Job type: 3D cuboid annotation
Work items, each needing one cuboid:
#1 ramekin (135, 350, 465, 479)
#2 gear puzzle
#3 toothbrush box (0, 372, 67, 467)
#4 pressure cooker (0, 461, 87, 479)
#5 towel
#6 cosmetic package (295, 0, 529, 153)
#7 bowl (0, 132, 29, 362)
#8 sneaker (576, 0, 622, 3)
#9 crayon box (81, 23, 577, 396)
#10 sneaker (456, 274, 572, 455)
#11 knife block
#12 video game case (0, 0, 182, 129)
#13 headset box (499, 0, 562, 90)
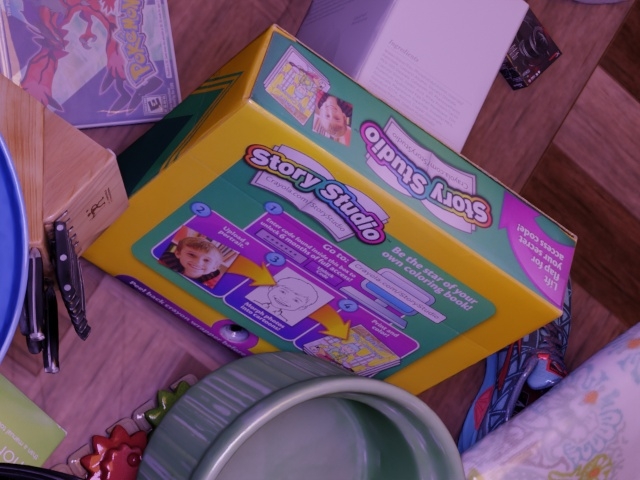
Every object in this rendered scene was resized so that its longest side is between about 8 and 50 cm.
[{"bbox_3d":[-0.028,0.250,1.859,0.303,0.148,0.303,-10,110,-28],"label":"ramekin"},{"bbox_3d":[-0.131,0.234,1.931,0.339,0.044,0.175,-35,101,-26],"label":"gear puzzle"},{"bbox_3d":[-0.399,0.213,1.754,0.206,0.122,0.283,45,69,-16],"label":"toothbrush box"},{"bbox_3d":[-0.269,0.379,1.520,0.370,0.375,0.420,9,76,-22],"label":"pressure cooker"},{"bbox_3d":[0.296,0.283,2.040,0.320,0.090,0.374,-35,129,-26],"label":"towel"},{"bbox_3d":[0.059,-0.157,1.967,0.138,0.224,0.224,32,72,-21],"label":"cosmetic package"},{"bbox_3d":[-0.416,0.001,1.505,0.391,0.077,0.391,5,80,-29],"label":"bowl"},{"bbox_3d":[0.272,-0.319,2.182,0.212,0.080,0.094,6,70,-25],"label":"sneaker"},{"bbox_3d":[0.000,0.000,1.865,0.363,0.313,0.106,33,48,-21],"label":"crayon box"},{"bbox_3d":[0.233,0.137,2.082,0.104,0.125,0.261,18,77,-25],"label":"sneaker"},{"bbox_3d":[-0.300,-0.008,1.751,0.276,0.088,0.242,36,67,23],"label":"knife block"},{"bbox_3d":[-0.232,-0.209,1.936,0.183,0.023,0.201,-8,89,-27],"label":"video game case"},{"bbox_3d":[0.213,-0.215,2.160,0.062,0.032,0.083,-43,106,-24],"label":"headset box"}]
